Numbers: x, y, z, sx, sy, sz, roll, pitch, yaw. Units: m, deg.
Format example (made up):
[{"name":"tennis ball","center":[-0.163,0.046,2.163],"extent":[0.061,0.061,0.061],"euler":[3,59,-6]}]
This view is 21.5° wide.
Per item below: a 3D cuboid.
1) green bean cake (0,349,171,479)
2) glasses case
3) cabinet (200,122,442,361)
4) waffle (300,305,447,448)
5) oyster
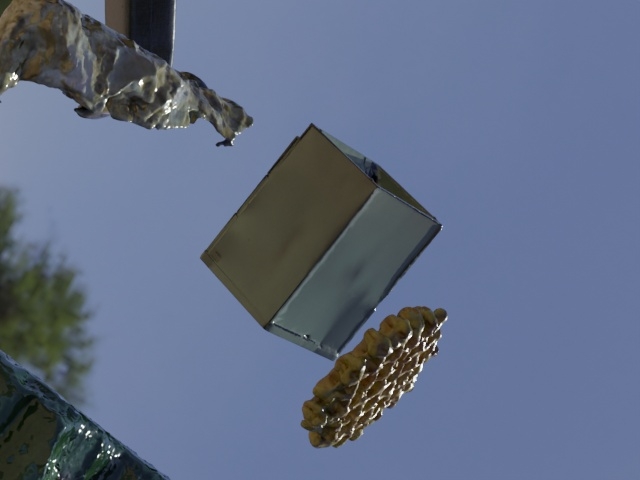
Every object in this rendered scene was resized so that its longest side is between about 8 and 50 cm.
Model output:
[{"name":"green bean cake","center":[-0.267,0.193,1.405],"extent":[0.169,0.300,0.308],"euler":[-53,-172,-11]},{"name":"glasses case","center":[-0.231,-0.360,2.174],"extent":[0.131,0.074,0.323],"euler":[-122,-149,-54]},{"name":"cabinet","center":[0.000,0.000,1.947],"extent":[0.206,0.145,0.150],"euler":[-51,-129,8]},{"name":"waffle","center":[0.052,0.137,1.681],"extent":[0.191,0.038,0.191],"euler":[-39,159,-19]},{"name":"oyster","center":[-0.100,-0.090,0.925],"extent":[0.200,0.106,0.061],"euler":[-9,112,-81]}]
